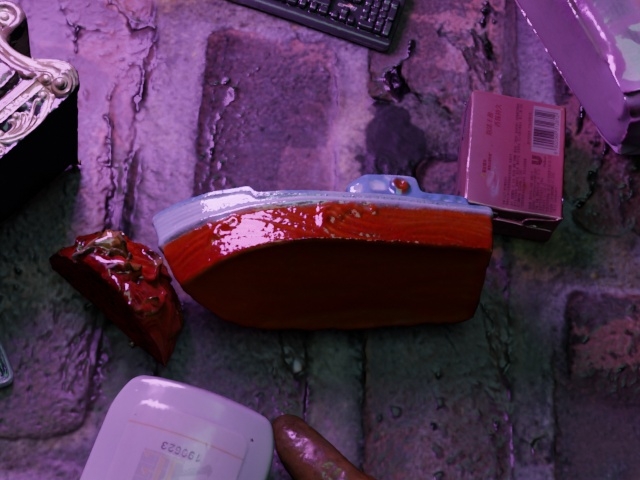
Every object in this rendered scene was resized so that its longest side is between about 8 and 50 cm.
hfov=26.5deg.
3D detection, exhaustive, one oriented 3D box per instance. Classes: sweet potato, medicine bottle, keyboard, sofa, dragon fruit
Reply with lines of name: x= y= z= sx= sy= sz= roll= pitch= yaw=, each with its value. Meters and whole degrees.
sweet potato: x=0.057 y=0.258 z=1.275 sx=0.273 sy=0.075 sz=0.075 roll=33 pitch=65 yaw=11
medicine bottle: x=-0.153 y=0.280 z=1.206 sx=0.161 sy=0.111 sz=0.296 roll=18 pitch=62 yaw=0
keyboard: x=-0.018 y=-0.288 z=1.534 sx=0.230 sy=0.025 sz=0.094 roll=18 pitch=67 yaw=-1
sofa: x=-0.365 y=-0.098 z=1.294 sx=0.182 sy=0.200 sz=0.258 roll=41 pitch=67 yaw=8
dragon fruit: x=-0.184 y=0.035 z=1.312 sx=0.083 sy=0.106 sz=0.162 roll=-41 pitch=75 yaw=-20

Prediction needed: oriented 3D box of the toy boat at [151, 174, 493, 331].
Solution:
toy boat: x=0.000 y=0.000 z=1.348 sx=0.331 sy=0.145 sz=0.133 roll=0 pitch=42 yaw=-11

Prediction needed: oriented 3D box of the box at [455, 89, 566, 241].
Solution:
box: x=0.203 y=-0.079 z=1.456 sx=0.111 sy=0.060 sz=0.156 roll=11 pitch=62 yaw=-4

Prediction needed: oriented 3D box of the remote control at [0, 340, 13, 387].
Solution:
remote control: x=-0.356 y=0.133 z=1.288 sx=0.124 sy=0.018 sz=0.053 roll=-18 pitch=71 yaw=-17

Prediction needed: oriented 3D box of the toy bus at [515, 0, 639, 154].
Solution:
toy bus: x=0.319 y=-0.269 z=1.511 sx=0.162 sy=0.171 sz=0.386 roll=-25 pitch=72 yaw=-8
